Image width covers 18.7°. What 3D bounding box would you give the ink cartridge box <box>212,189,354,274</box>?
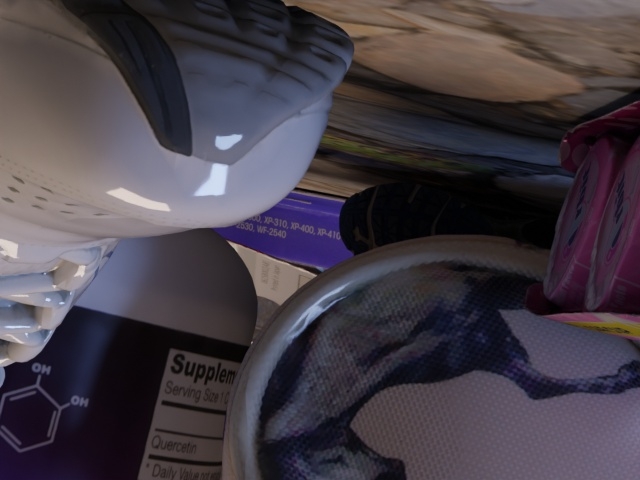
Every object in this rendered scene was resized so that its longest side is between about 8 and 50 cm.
[{"bbox_3d":[0.000,0.000,1.228,0.206,0.045,0.208,11,175,28],"label":"ink cartridge box"}]

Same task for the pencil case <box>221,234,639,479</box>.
[{"bbox_3d":[0.045,0.125,0.762,0.183,0.160,0.410,-30,165,-8],"label":"pencil case"}]

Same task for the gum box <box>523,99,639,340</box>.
[{"bbox_3d":[0.127,0.004,0.523,0.107,0.062,0.188,13,178,-3],"label":"gum box"}]

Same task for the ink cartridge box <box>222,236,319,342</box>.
[{"bbox_3d":[0.066,0.053,0.932,0.232,0.066,0.189,26,159,7],"label":"ink cartridge box"}]

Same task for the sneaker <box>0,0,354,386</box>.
[{"bbox_3d":[-0.086,-0.014,0.503,0.111,0.129,0.297,16,175,-26],"label":"sneaker"}]

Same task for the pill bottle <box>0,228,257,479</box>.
[{"bbox_3d":[-0.129,0.087,0.709,0.182,0.323,0.181,13,177,1],"label":"pill bottle"}]

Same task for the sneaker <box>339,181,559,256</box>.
[{"bbox_3d":[0.075,0.005,0.935,0.135,0.052,0.058,13,-179,7],"label":"sneaker"}]
